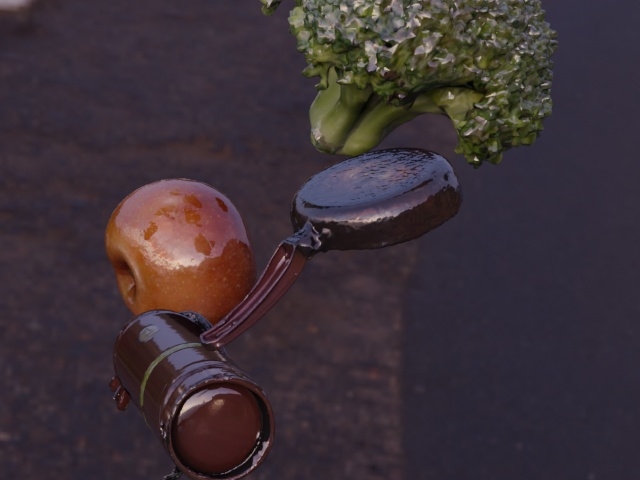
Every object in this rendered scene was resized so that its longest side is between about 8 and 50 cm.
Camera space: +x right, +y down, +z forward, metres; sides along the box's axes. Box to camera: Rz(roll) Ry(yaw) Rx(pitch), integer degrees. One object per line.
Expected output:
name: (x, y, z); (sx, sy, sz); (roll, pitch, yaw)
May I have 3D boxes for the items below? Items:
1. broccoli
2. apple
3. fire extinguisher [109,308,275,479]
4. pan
broccoli: (0.084, -0.189, 1.546); (0.235, 0.288, 0.260); (-30, -14, -9)
apple: (-0.171, 0.025, 2.046); (0.162, 0.201, 0.201); (-11, 21, -24)
fire extinguisher: (-0.134, 0.141, 1.566); (0.105, 0.141, 0.341); (41, -4, -18)
pan: (-0.001, -0.002, 1.091); (0.212, 0.040, 0.115); (-37, 30, -26)
